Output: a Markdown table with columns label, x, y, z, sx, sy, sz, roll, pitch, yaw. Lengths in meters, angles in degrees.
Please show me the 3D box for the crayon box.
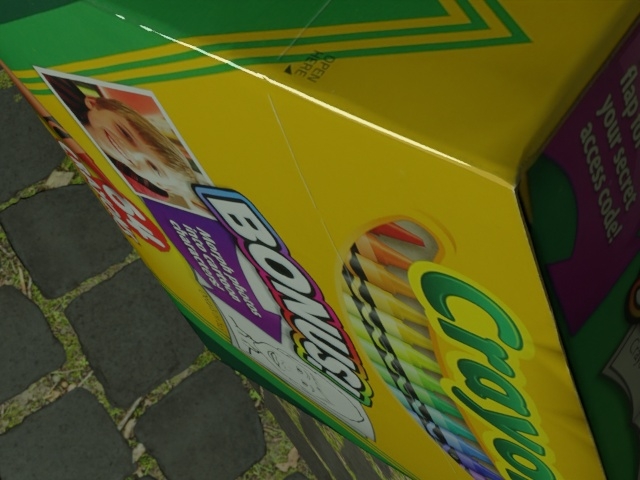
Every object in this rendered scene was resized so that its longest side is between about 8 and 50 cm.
| label | x | y | z | sx | sy | sz | roll | pitch | yaw |
| --- | --- | --- | --- | --- | --- | --- | --- | --- | --- |
| crayon box | 0.021 | -0.004 | 0.609 | 0.313 | 0.106 | 0.363 | 28 | 159 | 35 |
